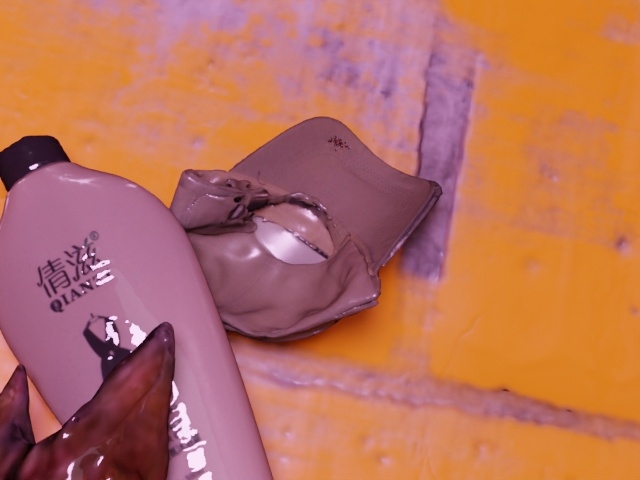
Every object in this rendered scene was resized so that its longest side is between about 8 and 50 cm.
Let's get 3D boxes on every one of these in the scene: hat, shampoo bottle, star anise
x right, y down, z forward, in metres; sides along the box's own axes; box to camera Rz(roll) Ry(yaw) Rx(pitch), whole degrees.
[{"bbox_3d":[0.000,0.000,0.911,0.147,0.085,0.175,36,44,20],"label":"hat"},{"bbox_3d":[-0.122,0.050,0.852,0.127,0.078,0.257,-31,77,6],"label":"shampoo bottle"},{"bbox_3d":[-0.173,0.205,0.745,0.349,0.109,0.292,-15,58,12],"label":"star anise"}]
